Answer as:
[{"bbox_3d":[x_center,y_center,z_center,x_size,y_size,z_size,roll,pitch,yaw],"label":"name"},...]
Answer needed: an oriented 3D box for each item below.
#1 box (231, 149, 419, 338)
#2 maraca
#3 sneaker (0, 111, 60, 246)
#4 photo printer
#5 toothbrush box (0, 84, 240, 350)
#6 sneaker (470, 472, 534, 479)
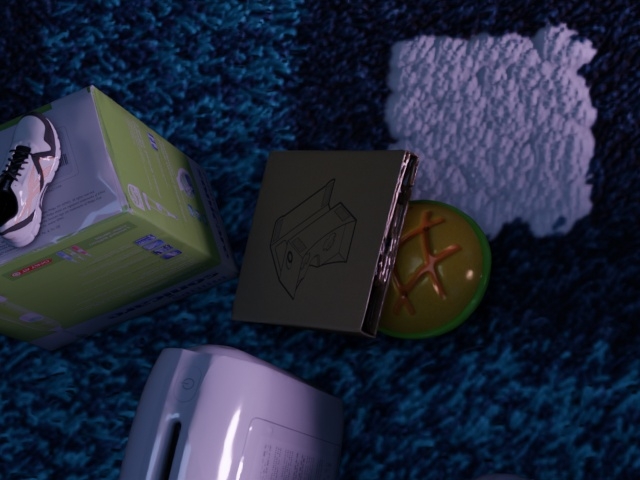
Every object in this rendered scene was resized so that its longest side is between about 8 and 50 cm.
[{"bbox_3d":[0.000,0.000,1.516,0.201,0.021,0.164,3,77,53],"label":"box"},{"bbox_3d":[0.068,0.021,1.514,0.186,0.099,0.127,12,77,35],"label":"maraca"},{"bbox_3d":[-0.235,-0.051,1.342,0.040,0.044,0.109,4,77,19],"label":"sneaker"},{"bbox_3d":[-0.079,0.221,1.400,0.107,0.307,0.256,8,81,17],"label":"photo printer"},{"bbox_3d":[-0.221,-0.009,1.502,0.206,0.283,0.122,-22,72,11],"label":"toothbrush box"},{"bbox_3d":[0.246,0.279,1.390,0.366,0.210,0.137,21,84,-15],"label":"sneaker"}]
